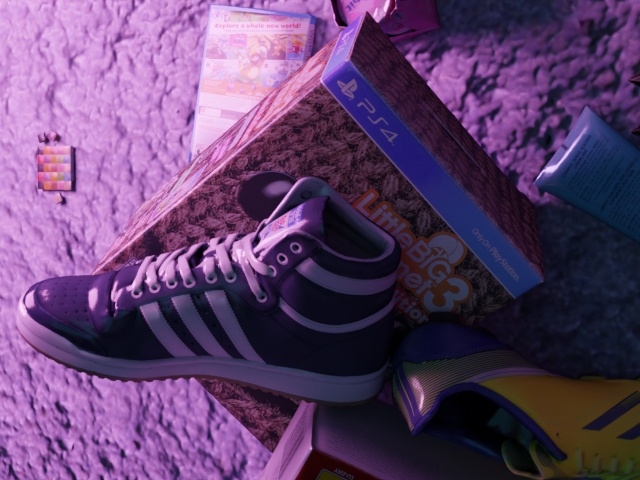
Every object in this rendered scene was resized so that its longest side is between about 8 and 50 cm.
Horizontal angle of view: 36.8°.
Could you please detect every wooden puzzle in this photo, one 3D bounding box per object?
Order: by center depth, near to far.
[{"bbox_3d":[-0.300,-0.083,1.090,0.049,0.006,0.083,2,93,27],"label":"wooden puzzle"}]

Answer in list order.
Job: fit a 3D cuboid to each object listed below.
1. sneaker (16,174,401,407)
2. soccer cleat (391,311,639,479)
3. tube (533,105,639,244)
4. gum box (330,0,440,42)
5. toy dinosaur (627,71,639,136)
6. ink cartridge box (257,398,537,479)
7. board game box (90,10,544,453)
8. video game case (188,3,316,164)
[{"bbox_3d":[-0.078,0.026,0.703,0.282,0.099,0.153,9,123,-4],"label":"sneaker"},{"bbox_3d":[0.184,0.149,0.736,0.289,0.121,0.093,21,125,-13],"label":"soccer cleat"},{"bbox_3d":[0.277,-0.023,0.782,0.207,0.052,0.080,39,104,25],"label":"tube"},{"bbox_3d":[0.045,-0.268,0.850,0.062,0.107,0.188,-13,87,27],"label":"gum box"},{"bbox_3d":[0.330,-0.167,0.698,0.322,0.164,0.218,33,90,44],"label":"toy dinosaur"},{"bbox_3d":[0.072,0.305,0.785,0.309,0.130,0.272,26,108,-5],"label":"ink cartridge box"},{"bbox_3d":[0.000,0.000,0.816,0.291,0.141,0.232,-38,106,23],"label":"board game box"},{"bbox_3d":[-0.070,-0.148,0.967,0.119,0.015,0.166,13,98,26],"label":"video game case"}]
